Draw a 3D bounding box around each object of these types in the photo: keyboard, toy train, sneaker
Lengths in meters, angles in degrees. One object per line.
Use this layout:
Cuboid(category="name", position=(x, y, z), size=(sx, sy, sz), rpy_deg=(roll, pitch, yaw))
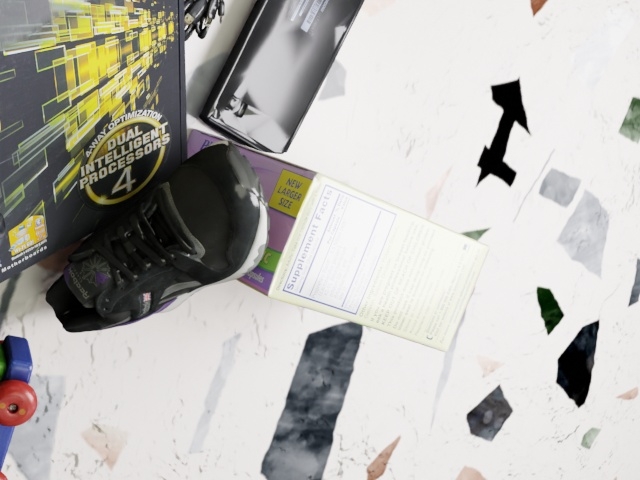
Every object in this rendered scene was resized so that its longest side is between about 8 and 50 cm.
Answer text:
Cuboid(category="keyboard", position=(-0.037, -0.253, 1.120), size=(0.201, 0.033, 0.317), rpy_deg=(29, 87, -46))
Cuboid(category="toy train", position=(-0.352, 0.196, 1.006), size=(0.143, 0.105, 0.248), rpy_deg=(15, 104, -24))
Cuboid(category="sneaker", position=(-0.148, 0.017, 0.976), size=(0.124, 0.283, 0.107), rpy_deg=(-24, 80, -38))

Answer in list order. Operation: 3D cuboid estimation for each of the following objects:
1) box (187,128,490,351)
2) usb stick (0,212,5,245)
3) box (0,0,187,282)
Cuboid(category="box", position=(0.000, 0.000, 1.117), size=(0.243, 0.213, 0.117), rpy_deg=(21, 92, -40))
Cuboid(category="usb stick", position=(-0.315, 0.091, 0.878), size=(0.077, 0.045, 0.278), rpy_deg=(-9, 133, -54))
Cuboid(category="box", position=(-0.279, -0.100, 0.857), size=(0.395, 0.097, 0.318), rpy_deg=(-31, 143, -32))
